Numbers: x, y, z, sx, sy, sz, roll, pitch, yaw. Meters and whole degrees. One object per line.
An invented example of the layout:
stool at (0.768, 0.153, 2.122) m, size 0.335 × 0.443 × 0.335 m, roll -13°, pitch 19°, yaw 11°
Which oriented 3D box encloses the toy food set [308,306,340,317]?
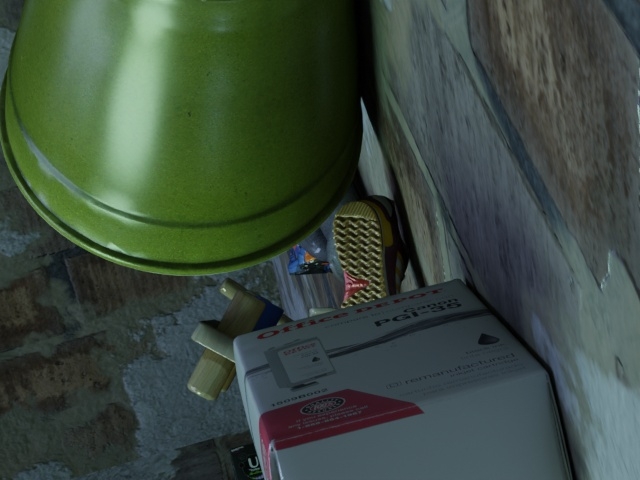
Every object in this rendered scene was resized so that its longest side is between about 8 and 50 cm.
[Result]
toy food set at (0.040, 0.255, 2.558) m, size 0.220 × 0.092 × 0.306 m, roll 100°, pitch 155°, yaw -78°

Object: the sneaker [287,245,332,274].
sneaker at (0.000, 0.000, 2.396) m, size 0.221 × 0.083 × 0.087 m, roll 144°, pitch 124°, yaw -79°

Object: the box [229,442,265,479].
box at (-0.068, 0.291, 2.238) m, size 0.052 × 0.083 × 0.062 m, roll 86°, pitch 168°, yaw -60°

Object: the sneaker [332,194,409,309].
sneaker at (0.059, 0.048, 1.747) m, size 0.084 × 0.069 × 0.186 m, roll -17°, pitch -71°, yaw -59°

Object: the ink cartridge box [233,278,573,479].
ink cartridge box at (0.051, 0.136, 1.338) m, size 0.283 × 0.207 × 0.117 m, roll -125°, pitch 21°, yaw -75°

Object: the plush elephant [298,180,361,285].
plush elephant at (-0.106, -0.072, 2.040) m, size 0.272 × 0.255 × 0.330 m, roll 60°, pitch -174°, yaw -24°

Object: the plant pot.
plant pot at (-0.118, -0.214, 1.617) m, size 0.353 × 0.366 × 0.366 m, roll 103°, pitch 153°, yaw -58°

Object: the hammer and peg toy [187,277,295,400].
hammer and peg toy at (-0.029, 0.158, 2.044) m, size 0.127 × 0.266 × 0.361 m, roll -62°, pitch -1°, yaw -1°
